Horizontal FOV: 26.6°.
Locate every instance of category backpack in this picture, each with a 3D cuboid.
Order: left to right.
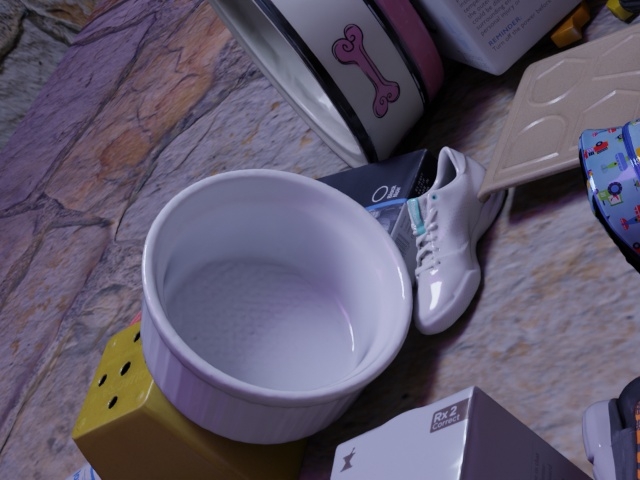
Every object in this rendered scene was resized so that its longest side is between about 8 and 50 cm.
[{"bbox_3d":[0.290,-0.034,1.079,0.117,0.173,0.158,-37,28,29],"label":"backpack"}]

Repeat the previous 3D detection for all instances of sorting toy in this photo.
[{"bbox_3d":[0.293,-0.172,1.428,0.229,0.041,0.307,-22,32,42],"label":"sorting toy"}]

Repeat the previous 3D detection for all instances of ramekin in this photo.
[{"bbox_3d":[-0.055,0.074,1.395,0.135,0.277,0.277,112,175,-51],"label":"ramekin"}]

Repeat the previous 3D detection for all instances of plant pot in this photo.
[{"bbox_3d":[-0.146,0.189,1.504,0.212,0.187,0.212,-28,34,41],"label":"plant pot"}]

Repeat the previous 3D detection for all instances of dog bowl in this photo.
[{"bbox_3d":[-0.009,-0.278,1.678,0.150,0.408,0.408,-39,25,-3],"label":"dog bowl"}]

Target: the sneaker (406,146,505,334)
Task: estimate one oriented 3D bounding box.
[{"bbox_3d":[0.122,-0.003,1.416,0.080,0.094,0.212,-21,39,46],"label":"sneaker"}]

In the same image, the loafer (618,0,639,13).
[{"bbox_3d":[0.384,-0.281,1.327,0.223,0.078,0.076,-5,34,41],"label":"loafer"}]

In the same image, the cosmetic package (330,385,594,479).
[{"bbox_3d":[0.111,0.235,1.011,0.151,0.183,0.151,-31,32,38],"label":"cosmetic package"}]

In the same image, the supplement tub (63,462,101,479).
[{"bbox_3d":[-0.285,0.317,1.706,0.107,0.071,0.071,-37,29,28],"label":"supplement tub"}]

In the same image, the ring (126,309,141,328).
[{"bbox_3d":[-0.200,0.156,1.825,0.336,0.032,0.336,-38,29,26],"label":"ring"}]

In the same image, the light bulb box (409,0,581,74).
[{"bbox_3d":[0.123,-0.424,1.617,0.225,0.361,0.358,-43,22,-2],"label":"light bulb box"}]

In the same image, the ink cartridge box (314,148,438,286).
[{"bbox_3d":[0.000,0.000,1.623,0.332,0.065,0.165,-15,43,46],"label":"ink cartridge box"}]

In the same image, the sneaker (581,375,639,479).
[{"bbox_3d":[0.281,0.165,0.889,0.180,0.124,0.321,-42,27,22],"label":"sneaker"}]
